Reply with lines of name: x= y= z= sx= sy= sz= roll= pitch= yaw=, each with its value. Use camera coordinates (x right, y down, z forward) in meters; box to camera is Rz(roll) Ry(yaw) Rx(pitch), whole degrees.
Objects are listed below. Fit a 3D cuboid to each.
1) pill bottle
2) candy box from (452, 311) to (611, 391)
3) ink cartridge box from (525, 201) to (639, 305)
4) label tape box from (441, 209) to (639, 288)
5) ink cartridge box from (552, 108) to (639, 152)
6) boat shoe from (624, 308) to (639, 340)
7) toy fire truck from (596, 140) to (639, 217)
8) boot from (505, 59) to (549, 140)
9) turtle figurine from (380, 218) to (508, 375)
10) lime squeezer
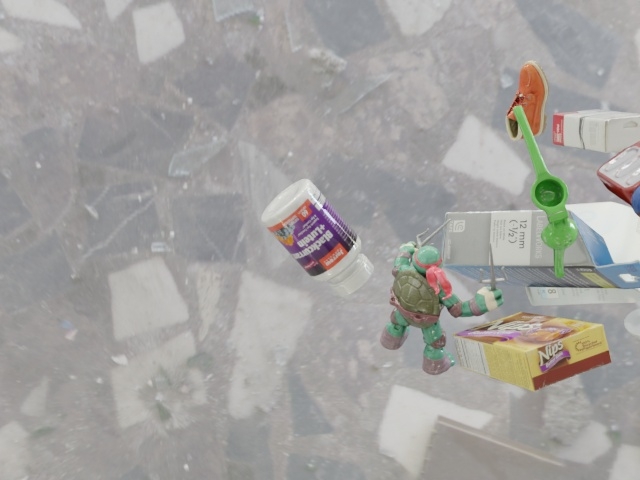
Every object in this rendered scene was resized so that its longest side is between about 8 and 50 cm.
pill bottle: x=0.000 y=0.000 z=1.510 sx=0.108 sy=0.108 sz=0.193 roll=-46 pitch=107 yaw=-14
candy box: x=0.256 y=0.133 z=1.108 sx=0.109 sy=0.187 sz=0.053 roll=-16 pitch=96 yaw=-16
ink cartridge box: x=0.654 y=0.016 z=1.903 sx=0.308 sy=0.385 sz=0.091 roll=-53 pitch=130 yaw=-52
label tape box: x=0.433 y=0.019 z=1.663 sx=0.348 sy=0.249 sz=0.115 roll=-2 pitch=78 yaw=30
ink cartridge box: x=0.467 y=-0.183 z=1.491 sx=0.099 sy=0.135 sz=0.056 roll=-8 pitch=105 yaw=-22
boat shoe: x=0.456 y=0.128 z=1.182 sx=0.049 sy=0.142 sz=0.040 roll=-41 pitch=112 yaw=-8
toy fire truck: x=0.501 y=-0.119 z=1.157 sx=0.254 sy=0.302 sz=0.169 roll=-38 pitch=101 yaw=12
boot: x=0.406 y=-0.274 z=1.780 sx=0.085 sy=0.059 sz=0.157 roll=-21 pitch=117 yaw=-29
turtle figurine: x=0.147 y=0.070 z=1.218 sx=0.118 sy=0.234 sz=0.175 roll=-20 pitch=47 yaw=-29
lime squeezer: x=0.362 y=-0.057 z=1.402 sx=0.059 sy=0.110 sz=0.310 roll=-13 pitch=115 yaw=19
